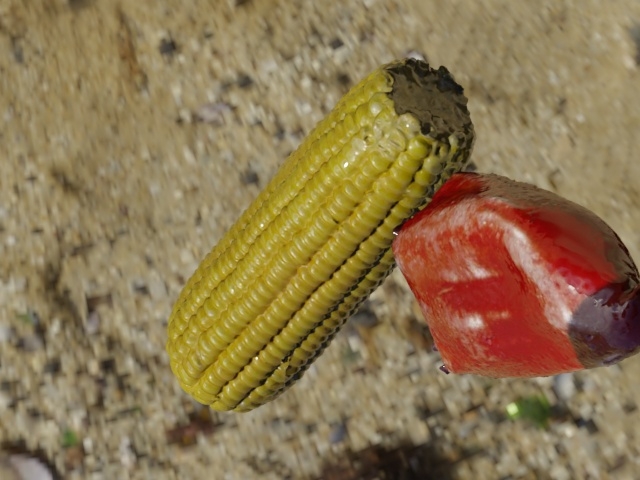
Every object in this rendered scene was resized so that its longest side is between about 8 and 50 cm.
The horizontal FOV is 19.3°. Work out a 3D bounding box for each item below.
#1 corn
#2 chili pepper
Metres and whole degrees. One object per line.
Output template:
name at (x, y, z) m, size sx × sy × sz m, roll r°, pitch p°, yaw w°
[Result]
corn at (0.000, 0.000, 1.492) m, size 0.131 × 0.131 × 0.344 m, roll 25°, pitch 127°, yaw -24°
chili pepper at (0.145, 0.020, 1.242) m, size 0.136 × 0.252 × 0.144 m, roll 9°, pitch 84°, yaw -19°
